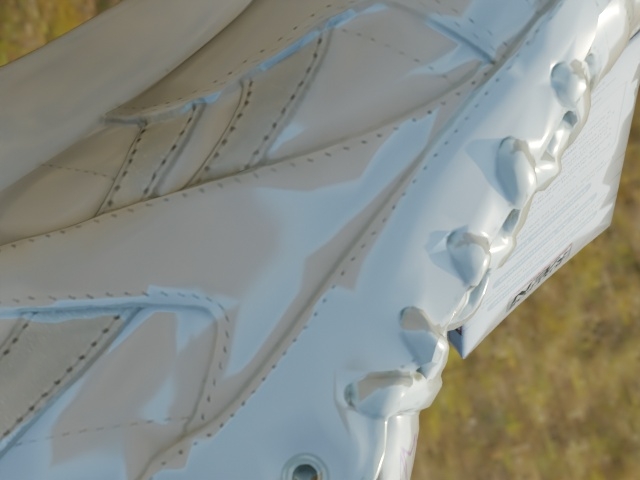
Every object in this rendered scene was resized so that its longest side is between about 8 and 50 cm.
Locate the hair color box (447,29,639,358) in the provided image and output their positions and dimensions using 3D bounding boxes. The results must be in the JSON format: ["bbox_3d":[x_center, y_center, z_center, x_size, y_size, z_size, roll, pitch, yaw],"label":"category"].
[{"bbox_3d":[0.140,-0.060,1.407,0.185,0.113,0.374,-41,161,-11],"label":"hair color box"}]

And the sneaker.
[{"bbox_3d":[0.000,0.000,0.398,0.305,0.152,0.114,-33,166,-4],"label":"sneaker"}]
